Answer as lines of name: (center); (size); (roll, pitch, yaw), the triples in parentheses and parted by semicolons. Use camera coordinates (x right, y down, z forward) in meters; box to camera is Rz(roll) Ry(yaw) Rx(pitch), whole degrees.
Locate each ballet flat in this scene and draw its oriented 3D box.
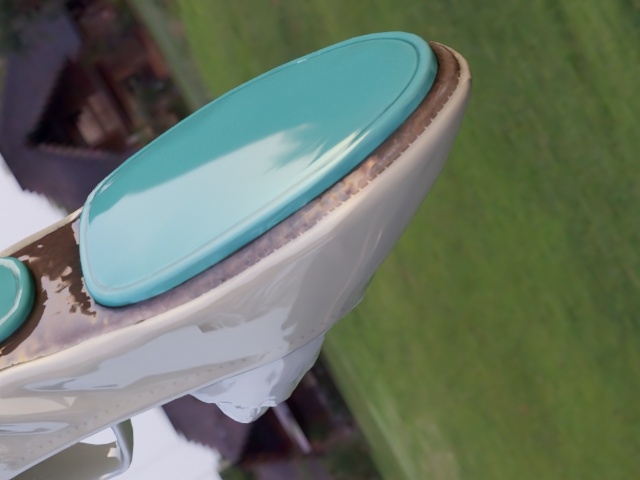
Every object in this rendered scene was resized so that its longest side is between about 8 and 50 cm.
ballet flat: (-0.057, 0.027, 0.500); (0.086, 0.248, 0.086); (58, -165, -25)
